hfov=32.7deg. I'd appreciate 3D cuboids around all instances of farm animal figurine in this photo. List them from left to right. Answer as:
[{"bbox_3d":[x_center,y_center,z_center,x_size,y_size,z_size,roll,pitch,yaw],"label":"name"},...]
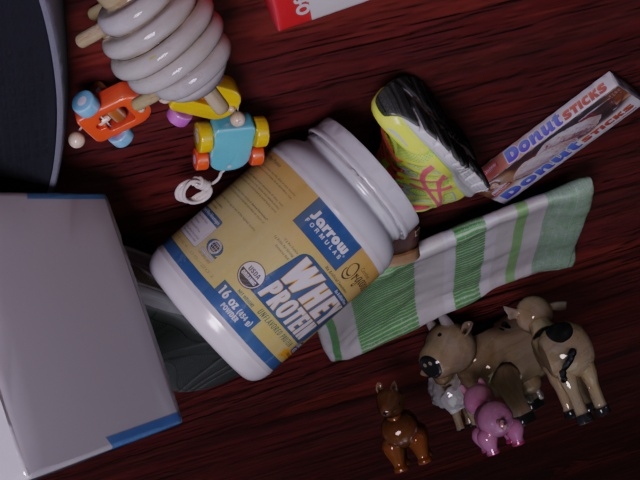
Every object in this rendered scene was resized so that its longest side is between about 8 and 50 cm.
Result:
[{"bbox_3d":[0.221,0.154,1.374,0.330,0.172,0.326,-24,174,33],"label":"farm animal figurine"}]

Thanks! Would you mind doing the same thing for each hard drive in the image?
[{"bbox_3d":[-0.250,-0.101,0.725,0.171,0.054,0.255,-11,150,-18],"label":"hard drive"}]

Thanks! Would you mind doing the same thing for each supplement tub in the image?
[{"bbox_3d":[-0.030,0.006,0.929,0.199,0.144,0.144,-42,151,-4],"label":"supplement tub"}]

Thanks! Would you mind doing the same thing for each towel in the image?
[{"bbox_3d":[0.145,0.042,1.232,0.324,0.038,0.248,-21,159,-1],"label":"towel"}]

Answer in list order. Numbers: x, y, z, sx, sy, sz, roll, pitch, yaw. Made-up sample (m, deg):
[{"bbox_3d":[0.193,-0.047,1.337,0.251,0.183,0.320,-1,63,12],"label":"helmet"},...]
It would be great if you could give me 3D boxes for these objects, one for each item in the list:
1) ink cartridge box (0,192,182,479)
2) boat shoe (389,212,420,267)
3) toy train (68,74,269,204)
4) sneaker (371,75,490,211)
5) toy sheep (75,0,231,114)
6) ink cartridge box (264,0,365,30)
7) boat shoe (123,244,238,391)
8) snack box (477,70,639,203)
[{"bbox_3d":[-0.289,0.102,0.817,0.270,0.197,0.198,-23,173,22],"label":"ink cartridge box"},{"bbox_3d":[0.000,0.000,1.069,0.206,0.073,0.073,-15,114,-19],"label":"boat shoe"},{"bbox_3d":[-0.114,-0.094,0.847,0.125,0.046,0.166,-27,149,15],"label":"toy train"},{"bbox_3d":[0.082,-0.072,0.979,0.094,0.082,0.208,-27,152,15],"label":"sneaker"},{"bbox_3d":[-0.105,-0.134,0.732,0.091,0.091,0.132,-31,126,17],"label":"toy sheep"},{"bbox_3d":[0.017,-0.219,0.680,0.231,0.078,0.134,-20,152,-2],"label":"ink cartridge box"},{"bbox_3d":[-0.145,0.073,1.068,0.118,0.103,0.320,-33,154,17],"label":"boat shoe"},{"bbox_3d":[0.235,-0.100,1.093,0.178,0.022,0.064,-38,149,27],"label":"snack box"}]
